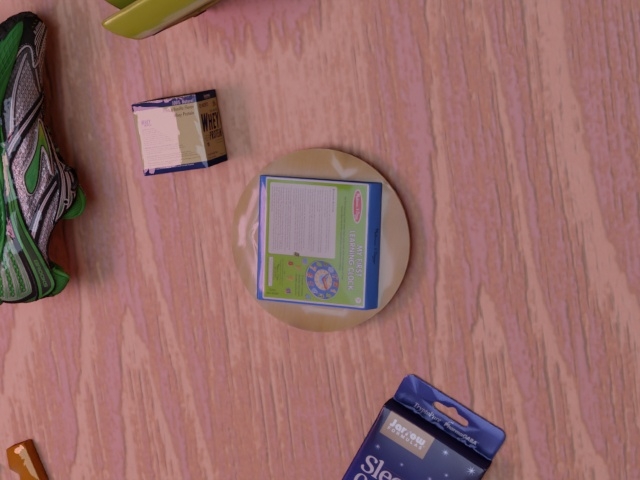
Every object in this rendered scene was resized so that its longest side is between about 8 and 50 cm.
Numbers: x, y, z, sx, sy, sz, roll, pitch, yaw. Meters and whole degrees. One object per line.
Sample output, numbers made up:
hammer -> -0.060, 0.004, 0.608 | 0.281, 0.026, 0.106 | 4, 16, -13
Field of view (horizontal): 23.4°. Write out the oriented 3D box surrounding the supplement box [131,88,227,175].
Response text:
supplement box -> -0.159, -0.122, 1.746 | 0.083, 0.056, 0.083 | -7, 99, 21

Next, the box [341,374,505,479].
box -> 0.098, 0.276, 1.745 | 0.136, 0.036, 0.225 | 31, 108, 12

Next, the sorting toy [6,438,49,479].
sorting toy -> -0.372, 0.417, 1.942 | 0.229, 0.041, 0.307 | -22, 93, 23

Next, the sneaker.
sneaker -> -0.347, -0.094, 1.803 | 0.146, 0.134, 0.343 | 3, 96, -17

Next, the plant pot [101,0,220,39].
plant pot -> -0.152, -0.343, 1.614 | 0.227, 0.228, 0.207 | -26, 98, 23

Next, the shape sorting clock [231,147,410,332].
shape sorting clock -> 0.000, 0.000, 1.720 | 0.206, 0.040, 0.206 | 3, 98, 19
